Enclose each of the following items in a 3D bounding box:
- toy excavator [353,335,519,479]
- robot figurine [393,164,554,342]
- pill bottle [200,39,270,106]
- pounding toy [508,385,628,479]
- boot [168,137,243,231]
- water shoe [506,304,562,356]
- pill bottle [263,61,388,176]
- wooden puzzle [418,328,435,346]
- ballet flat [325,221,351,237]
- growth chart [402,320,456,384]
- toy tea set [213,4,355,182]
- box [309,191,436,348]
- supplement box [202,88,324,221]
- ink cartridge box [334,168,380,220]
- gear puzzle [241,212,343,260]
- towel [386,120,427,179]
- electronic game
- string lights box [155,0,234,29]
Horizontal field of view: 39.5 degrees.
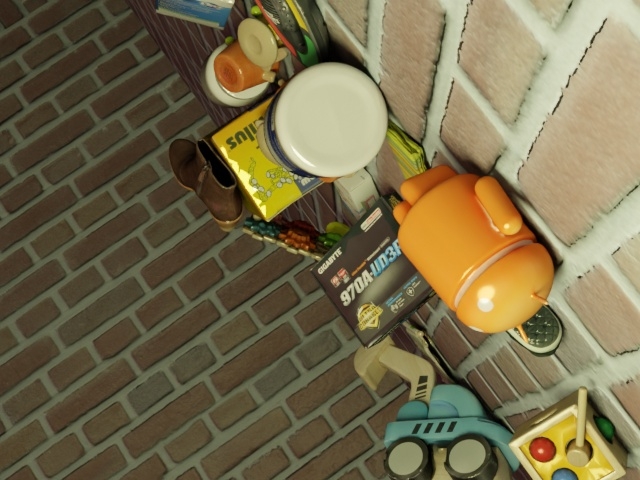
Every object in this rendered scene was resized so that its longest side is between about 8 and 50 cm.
[{"bbox_3d":[0.260,0.412,2.089,0.222,0.432,0.445,57,-143,-38],"label":"toy excavator"},{"bbox_3d":[0.174,0.012,1.006,0.128,0.158,0.219,10,-143,-56],"label":"robot figurine"},{"bbox_3d":[-0.167,-0.332,1.782,0.131,0.131,0.229,56,174,-13],"label":"pill bottle"},{"bbox_3d":[0.337,0.269,1.191,0.130,0.141,0.100,54,-158,6],"label":"pounding toy"},{"bbox_3d":[-0.228,-0.151,1.763,0.248,0.090,0.207,54,162,19],"label":"boot"},{"bbox_3d":[0.231,0.074,1.166,0.203,0.073,0.080,53,176,27],"label":"water shoe"},{"bbox_3d":[-0.003,-0.167,1.293,0.153,0.153,0.264,56,175,-8],"label":"pill bottle"},{"bbox_3d":[0.258,0.236,2.168,0.049,0.006,0.083,55,175,2],"label":"wooden puzzle"},{"bbox_3d":[0.104,0.042,2.069,0.231,0.077,0.077,53,153,-3],"label":"ballet flat"},{"bbox_3d":[0.274,0.289,2.207,0.237,0.021,0.172,53,175,-20],"label":"growth chart"},{"bbox_3d":[-0.046,-0.250,1.565,0.200,0.124,0.336,-13,111,52],"label":"toy tea set"},{"bbox_3d":[0.103,0.053,1.506,0.051,0.220,0.175,-19,-111,-50],"label":"box"},{"bbox_3d":[-0.107,-0.183,1.835,0.195,0.194,0.356,56,173,-11],"label":"supplement box"},{"bbox_3d":[0.069,-0.089,1.642,0.088,0.052,0.122,50,171,42],"label":"ink cartridge box"},{"bbox_3d":[0.000,0.000,1.958,0.338,0.044,0.175,21,-163,1],"label":"gear puzzle"},{"bbox_3d":[0.153,-0.066,1.279,0.237,0.021,0.102,59,179,-41],"label":"towel"},{"bbox_3d":[-0.058,-0.340,1.275,0.229,0.048,0.229,54,174,8],"label":"electronic game"},{"bbox_3d":[-0.215,-0.435,1.543,0.133,0.077,0.259,13,-179,-11],"label":"string lights box"}]
